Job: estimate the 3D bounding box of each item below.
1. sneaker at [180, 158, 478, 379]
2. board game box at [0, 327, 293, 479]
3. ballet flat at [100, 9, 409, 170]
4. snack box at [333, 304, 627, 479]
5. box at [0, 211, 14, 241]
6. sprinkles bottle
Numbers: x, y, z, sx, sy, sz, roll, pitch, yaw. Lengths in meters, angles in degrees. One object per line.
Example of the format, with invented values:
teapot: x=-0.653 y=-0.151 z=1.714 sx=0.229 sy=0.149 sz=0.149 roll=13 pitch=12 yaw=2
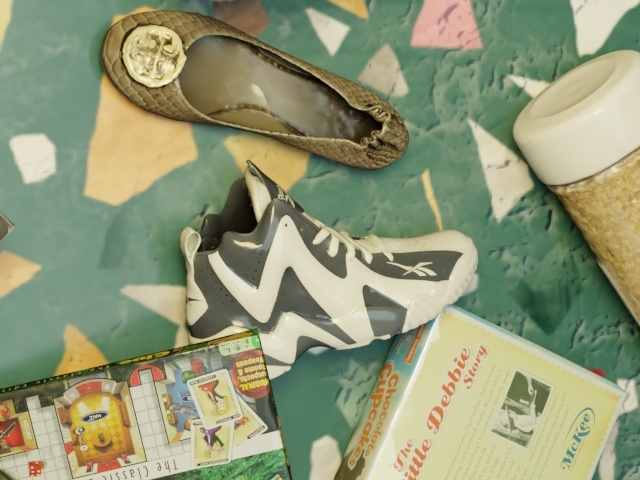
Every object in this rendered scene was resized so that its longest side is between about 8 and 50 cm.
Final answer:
sneaker: x=0.000 y=0.000 z=1.386 sx=0.235 sy=0.094 sz=0.153 roll=-19 pitch=110 yaw=-9
board game box: x=-0.156 y=0.158 z=1.333 sx=0.259 sy=0.030 sz=0.136 roll=-14 pitch=101 yaw=-2
ballet flat: x=-0.043 y=-0.109 z=1.381 sx=0.249 sy=0.058 sz=0.084 roll=20 pitch=86 yaw=-22
snack box: x=0.097 y=0.226 z=1.461 sx=0.187 sy=0.060 sz=0.322 roll=26 pitch=84 yaw=-22
box: x=-0.398 y=0.015 z=1.240 sx=0.242 sy=0.076 sz=0.307 roll=45 pitch=78 yaw=-19
sprinkles bottle: x=0.295 y=0.020 z=1.492 sx=0.121 sy=0.121 sz=0.355 roll=-40 pitch=107 yaw=-14
